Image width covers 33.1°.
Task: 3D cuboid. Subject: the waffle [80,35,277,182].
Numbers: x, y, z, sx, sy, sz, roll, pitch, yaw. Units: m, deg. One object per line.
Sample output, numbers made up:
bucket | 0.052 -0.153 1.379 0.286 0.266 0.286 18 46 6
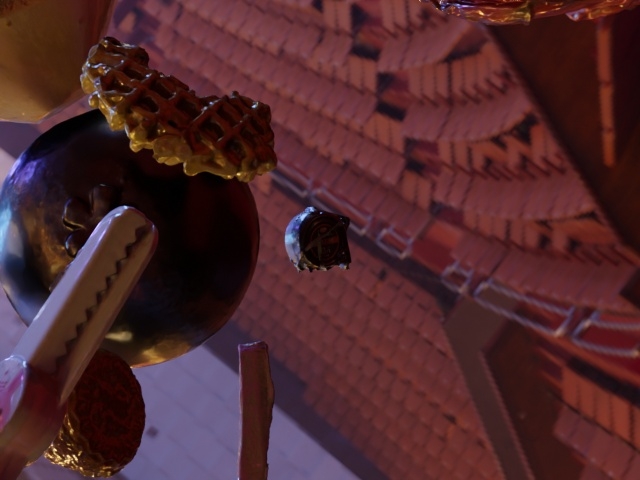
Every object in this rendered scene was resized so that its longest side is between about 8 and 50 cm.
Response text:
waffle | -0.127 -0.123 1.000 0.194 0.051 0.149 14 -141 -27

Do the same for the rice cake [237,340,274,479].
rice cake | -0.087 0.233 1.392 0.047 0.206 0.036 5 165 -14

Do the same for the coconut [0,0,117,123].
coconut | -0.406 -0.293 1.292 0.353 0.352 0.352 39 179 0

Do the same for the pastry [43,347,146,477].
pastry | -0.183 0.133 0.847 0.057 0.109 0.097 -11 178 31

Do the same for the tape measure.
tape measure | -0.002 -0.001 1.477 0.094 0.091 0.054 0 -179 -37

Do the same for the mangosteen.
mangosteen | -0.201 -0.006 1.210 0.297 0.297 0.313 38 -159 23

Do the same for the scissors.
scissors | -0.153 0.089 0.534 0.030 0.242 0.118 38 170 -36

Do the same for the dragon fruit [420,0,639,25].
dragon fruit | 0.281 -0.296 1.267 0.329 0.228 0.286 13 -142 -31
